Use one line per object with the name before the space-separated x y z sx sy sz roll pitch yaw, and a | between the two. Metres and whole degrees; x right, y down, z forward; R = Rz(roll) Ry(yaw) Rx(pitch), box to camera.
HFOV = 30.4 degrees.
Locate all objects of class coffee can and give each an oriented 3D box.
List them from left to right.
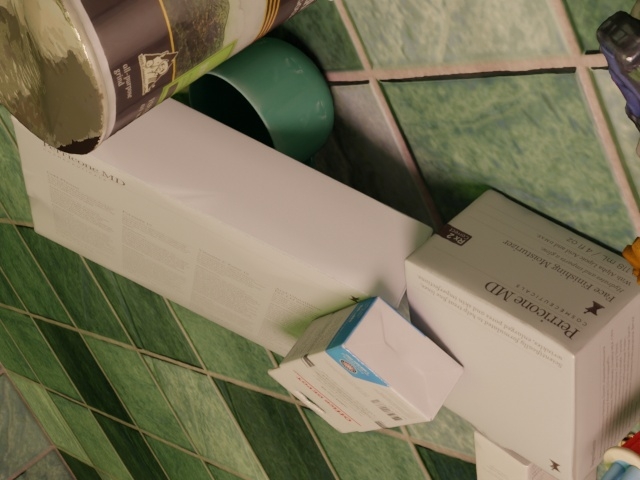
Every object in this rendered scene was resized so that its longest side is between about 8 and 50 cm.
coffee can | -0.114 -0.216 0.838 0.201 0.275 0.201 37 149 27

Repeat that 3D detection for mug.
mug | -0.050 -0.123 1.152 0.129 0.097 0.157 41 152 19

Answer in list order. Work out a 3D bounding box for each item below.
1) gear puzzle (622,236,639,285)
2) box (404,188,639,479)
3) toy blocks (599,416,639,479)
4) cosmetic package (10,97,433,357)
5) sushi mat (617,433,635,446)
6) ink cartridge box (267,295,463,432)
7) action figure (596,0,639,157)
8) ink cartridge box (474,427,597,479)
gear puzzle | 0.333 0.116 0.789 0.339 0.044 0.175 41 170 -4
box | 0.182 0.084 1.019 0.181 0.119 0.181 31 146 35
toy blocks | 0.291 0.176 0.928 0.123 0.148 0.054 15 136 51
cosmetic package | -0.105 -0.011 1.154 0.377 0.097 0.284 27 160 1
sushi mat | 0.350 0.320 1.154 0.151 0.019 0.316 33 147 35
ink cartridge box | 0.035 0.116 1.063 0.104 0.060 0.180 41 155 -11
action figure | 0.310 -0.048 0.683 0.330 0.178 0.341 41 -178 32
ink cartridge box | 0.213 0.226 1.148 0.067 0.115 0.198 31 148 35
